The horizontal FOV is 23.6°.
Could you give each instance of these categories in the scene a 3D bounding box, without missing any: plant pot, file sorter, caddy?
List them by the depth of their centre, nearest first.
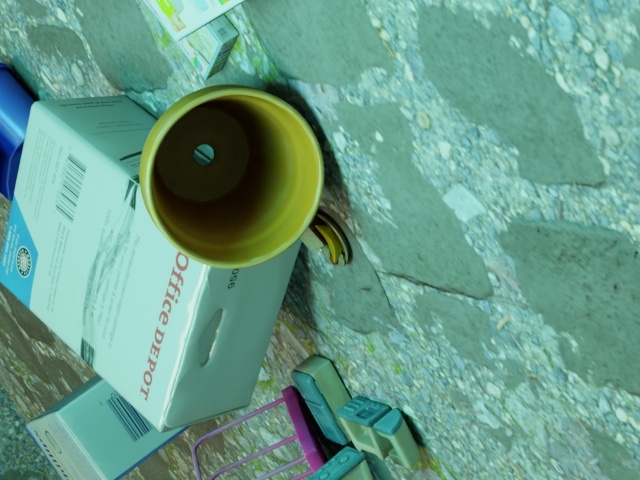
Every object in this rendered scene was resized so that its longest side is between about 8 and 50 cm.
[{"bbox_3d":[-0.120,-0.088,1.787,0.205,0.205,0.188,63,171,-20],"label":"plant pot"},{"bbox_3d":[-0.048,0.407,2.236,0.202,0.182,0.290,-117,1,-67],"label":"file sorter"},{"bbox_3d":[-0.569,-0.151,2.465,0.179,0.241,0.341,46,155,6],"label":"caddy"}]

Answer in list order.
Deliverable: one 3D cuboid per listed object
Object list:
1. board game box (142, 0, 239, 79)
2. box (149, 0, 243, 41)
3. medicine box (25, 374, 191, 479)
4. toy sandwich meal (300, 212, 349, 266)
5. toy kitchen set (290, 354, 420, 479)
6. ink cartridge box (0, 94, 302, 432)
[{"bbox_3d":[-0.163,-0.273,1.797,0.154,0.026,0.103,52,157,5],"label":"board game box"},{"bbox_3d":[-0.105,-0.294,1.564,0.114,0.103,0.203,58,156,-10],"label":"box"},{"bbox_3d":[-0.324,0.283,2.559,0.149,0.263,0.289,56,157,-3],"label":"medicine box"},{"bbox_3d":[0.000,0.000,1.860,0.085,0.029,0.085,42,154,26],"label":"toy sandwich meal"},{"bbox_3d":[0.006,0.261,2.034,0.207,0.166,0.122,10,132,58],"label":"toy kitchen set"},{"bbox_3d":[-0.236,0.022,2.030,0.395,0.166,0.285,37,123,35],"label":"ink cartridge box"}]
